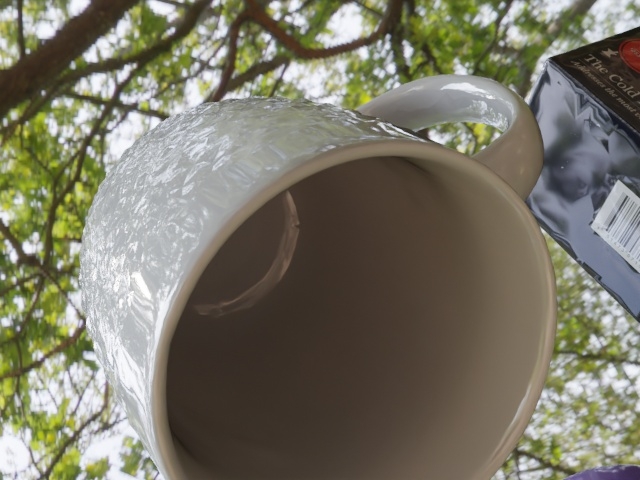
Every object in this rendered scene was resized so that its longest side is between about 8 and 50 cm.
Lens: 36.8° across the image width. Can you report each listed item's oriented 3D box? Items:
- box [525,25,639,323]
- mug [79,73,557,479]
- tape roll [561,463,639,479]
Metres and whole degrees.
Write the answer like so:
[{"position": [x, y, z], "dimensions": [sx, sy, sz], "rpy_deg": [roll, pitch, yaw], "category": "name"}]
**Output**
[{"position": [0.420, -0.062, 0.988], "dimensions": [0.313, 0.179, 0.343], "rpy_deg": [-23, -123, -31], "category": "box"}, {"position": [0.000, 0.000, 0.720], "dimensions": [0.374, 0.328, 0.276], "rpy_deg": [-38, -61, -10], "category": "mug"}, {"position": [0.233, 0.269, 0.711], "dimensions": [0.189, 0.080, 0.189], "rpy_deg": [1, -82, 7], "category": "tape roll"}]
